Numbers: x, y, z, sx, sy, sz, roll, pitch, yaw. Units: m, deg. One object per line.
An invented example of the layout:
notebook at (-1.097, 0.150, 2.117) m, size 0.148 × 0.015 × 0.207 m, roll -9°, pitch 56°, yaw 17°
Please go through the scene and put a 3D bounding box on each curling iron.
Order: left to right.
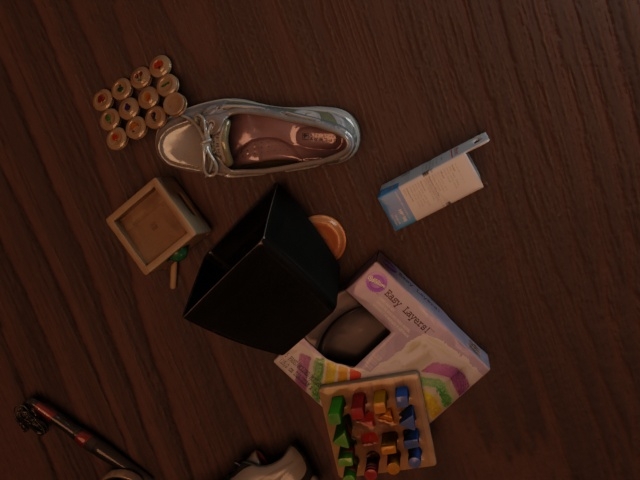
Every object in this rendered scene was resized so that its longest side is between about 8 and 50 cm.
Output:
curling iron at (-0.417, 0.359, 1.448) m, size 0.274 × 0.035 × 0.068 m, roll 29°, pitch 127°, yaw -5°

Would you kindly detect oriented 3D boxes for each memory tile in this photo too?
memory tile at (-0.282, -0.213, 1.266) m, size 0.148 × 0.012 × 0.113 m, roll -27°, pitch 72°, yaw 13°

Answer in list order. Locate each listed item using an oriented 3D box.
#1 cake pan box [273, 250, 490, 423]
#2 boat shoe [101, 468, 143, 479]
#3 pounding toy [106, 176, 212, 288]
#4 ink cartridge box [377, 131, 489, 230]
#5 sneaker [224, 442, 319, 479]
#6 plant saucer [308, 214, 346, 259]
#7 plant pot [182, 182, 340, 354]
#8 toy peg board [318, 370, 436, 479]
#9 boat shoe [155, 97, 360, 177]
cake pan box at (0.095, 0.186, 1.315) m, size 0.267 × 0.070 × 0.246 m, roll 45°, pitch 103°, yaw -5°
boat shoe at (-0.331, 0.567, 1.444) m, size 0.117 × 0.096 × 0.324 m, roll -8°, pitch 109°, yaw 8°
pounding toy at (-0.250, -0.007, 1.308) m, size 0.130 × 0.100 × 0.141 m, roll -38°, pitch 86°, yaw 14°
ink cartridge box at (0.179, -0.089, 1.213) m, size 0.180 × 0.104 × 0.060 m, roll -27°, pitch 99°, yaw 14°
sneaker at (-0.136, 0.424, 1.400) m, size 0.272 × 0.100 × 0.108 m, roll -21°, pitch 86°, yaw 9°
plant saucer at (0.000, 0.000, 1.308) m, size 0.084 × 0.013 × 0.083 m, roll 2°, pitch 105°, yaw 7°
plant pot at (-0.073, 0.060, 1.244) m, size 0.167 × 0.188 × 0.187 m, roll 39°, pitch 115°, yaw -16°
toy peg board at (0.088, 0.303, 1.271) m, size 0.161 × 0.079 × 0.161 m, roll -10°, pitch 104°, yaw 10°
boat shoe at (-0.102, -0.152, 1.236) m, size 0.320 × 0.103 × 0.118 m, roll 3°, pitch 104°, yaw 8°
